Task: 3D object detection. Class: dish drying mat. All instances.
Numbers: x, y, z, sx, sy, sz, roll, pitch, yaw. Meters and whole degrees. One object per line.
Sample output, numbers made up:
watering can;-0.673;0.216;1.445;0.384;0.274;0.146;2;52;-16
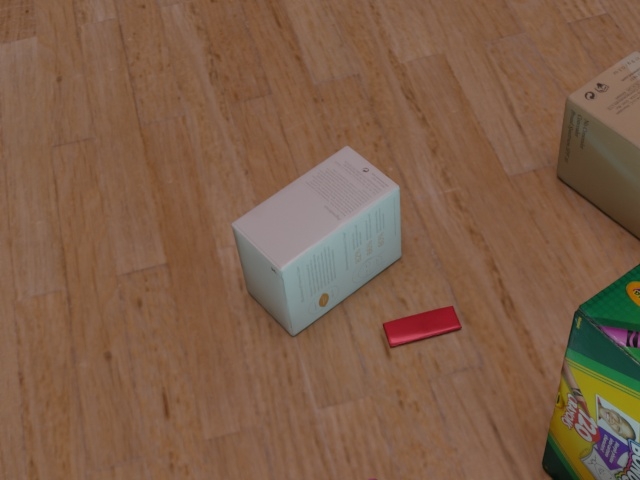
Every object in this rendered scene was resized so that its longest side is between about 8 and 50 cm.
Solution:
dish drying mat;0.114;0.096;1.098;0.083;0.008;0.032;-14;52;-6

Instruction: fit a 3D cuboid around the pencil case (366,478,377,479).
pencil case;0.064;0.325;0.862;0.104;0.104;0.236;-25;52;-13

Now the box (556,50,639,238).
box;0.425;-0.062;1.105;0.121;0.148;0.311;-33;54;-18

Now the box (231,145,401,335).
box;0.000;0.000;1.110;0.170;0.130;0.091;-34;56;-21

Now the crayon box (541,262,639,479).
crayon box;0.289;0.169;0.845;0.081;0.278;0.165;-31;54;-19
